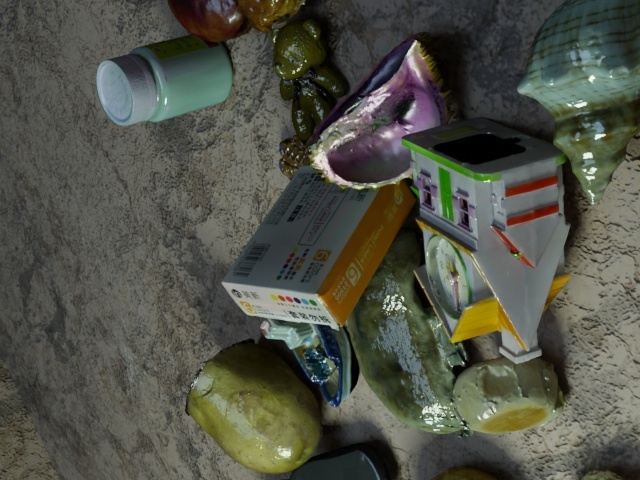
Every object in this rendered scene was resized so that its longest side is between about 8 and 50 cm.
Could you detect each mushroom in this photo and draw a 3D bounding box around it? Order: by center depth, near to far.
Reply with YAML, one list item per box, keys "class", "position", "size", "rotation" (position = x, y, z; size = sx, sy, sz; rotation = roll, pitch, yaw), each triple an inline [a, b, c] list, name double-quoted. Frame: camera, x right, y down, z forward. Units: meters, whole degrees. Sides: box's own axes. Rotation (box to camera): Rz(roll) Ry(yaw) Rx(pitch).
- class: "mushroom"
  position: [0.139, 0.158, 1.701]
  size: [0.247, 0.130, 0.344]
  rotation: [0, 110, 63]

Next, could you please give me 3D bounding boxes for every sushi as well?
- class: "sushi"
  position: [-0.077, -0.465, 1.648]
  size: [0.167, 0.179, 0.296]
  rotation: [12, 126, 35]

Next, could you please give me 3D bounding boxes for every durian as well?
- class: "durian"
  position: [0.103, -0.178, 1.576]
  size: [0.260, 0.154, 0.186]
  rotation: [-26, 102, 30]

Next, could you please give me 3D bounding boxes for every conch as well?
- class: "conch"
  position: [0.339, -0.230, 1.251]
  size: [0.203, 0.169, 0.386]
  rotation: [6, 119, 18]

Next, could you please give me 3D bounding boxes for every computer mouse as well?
- class: "computer mouse"
  position: [0.050, 0.462, 2.008]
  size: [0.270, 0.086, 0.137]
  rotation: [-24, 82, 45]

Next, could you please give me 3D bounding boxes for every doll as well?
- class: "doll"
  position: [-0.029, -0.260, 1.748]
  size: [0.137, 0.097, 0.209]
  rotation: [5, 116, 44]

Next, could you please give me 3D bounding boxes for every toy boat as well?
- class: "toy boat"
  position: [-0.025, 0.190, 1.943]
  size: [0.262, 0.115, 0.114]
  rotation: [53, 141, 19]

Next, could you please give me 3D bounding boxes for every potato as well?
- class: "potato"
  position: [-0.112, 0.337, 2.060]
  size: [0.266, 0.229, 0.229]
  rotation: [37, 134, 23]

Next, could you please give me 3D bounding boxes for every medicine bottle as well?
- class: "medicine bottle"
  position: [-0.282, -0.294, 1.933]
  size: [0.139, 0.225, 0.139]
  rotation: [26, 128, 40]

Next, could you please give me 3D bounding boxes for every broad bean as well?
- class: "broad bean"
  position: [-0.194, -0.433, 1.842]
  size: [0.228, 0.122, 0.156]
  rotation: [33, 133, 34]

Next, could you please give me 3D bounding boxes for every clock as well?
- class: "clock"
  position: [0.230, 0.011, 1.467]
  size: [0.235, 0.166, 0.309]
  rotation: [-143, 40, -61]

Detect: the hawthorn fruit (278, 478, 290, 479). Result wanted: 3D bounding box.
- class: "hawthorn fruit"
  position: [-0.074, 0.574, 2.146]
  size: [0.189, 0.189, 0.189]
  rotation: [26, 126, 42]

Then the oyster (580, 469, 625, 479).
- class: "oyster"
  position: [0.409, 0.404, 1.558]
  size: [0.133, 0.072, 0.209]
  rotation: [20, 142, 38]

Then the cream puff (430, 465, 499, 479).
- class: "cream puff"
  position: [0.223, 0.556, 1.722]
  size: [0.327, 0.231, 0.343]
  rotation: [28, 128, 45]

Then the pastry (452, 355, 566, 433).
- class: "pastry"
  position: [0.278, 0.231, 1.566]
  size: [0.166, 0.166, 0.088]
  rotation: [-48, 43, 50]

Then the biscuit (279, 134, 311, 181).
- class: "biscuit"
  position: [-0.015, -0.123, 1.851]
  size: [0.175, 0.026, 0.124]
  rotation: [26, 125, 42]

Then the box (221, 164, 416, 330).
- class: "box"
  position: [0.000, 0.000, 1.678]
  size: [0.221, 0.274, 0.091]
  rotation: [6, 143, 44]
